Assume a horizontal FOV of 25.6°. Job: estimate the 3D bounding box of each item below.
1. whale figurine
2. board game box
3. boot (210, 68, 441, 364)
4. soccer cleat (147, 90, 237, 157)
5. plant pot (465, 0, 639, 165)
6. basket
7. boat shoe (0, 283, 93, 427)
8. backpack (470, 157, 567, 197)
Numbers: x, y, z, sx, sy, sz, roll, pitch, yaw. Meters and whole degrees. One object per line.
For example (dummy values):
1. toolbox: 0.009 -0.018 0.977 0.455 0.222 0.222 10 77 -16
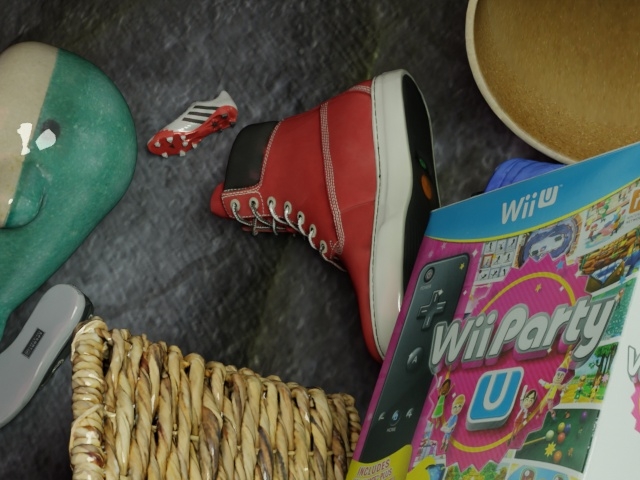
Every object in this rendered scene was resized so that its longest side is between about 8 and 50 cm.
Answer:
1. whale figurine: -0.236 -0.022 1.152 0.216 0.141 0.272 179 107 -74
2. board game box: 0.110 0.115 0.752 0.224 0.097 0.303 -20 45 58
3. boot: 0.000 0.000 1.052 0.176 0.088 0.244 -17 53 20
4. soccer cleat: -0.108 -0.098 1.185 0.083 0.029 0.036 -26 49 11
5. plant pot: 0.229 -0.214 0.959 0.237 0.237 0.254 -9 43 23
6. basket: -0.107 0.233 0.875 0.213 0.223 0.299 -39 44 39
7. boat shoe: -0.233 0.100 1.148 0.049 0.040 0.142 35 86 26
8. backpack: 0.137 0.003 0.969 0.101 0.098 0.120 20 79 48
